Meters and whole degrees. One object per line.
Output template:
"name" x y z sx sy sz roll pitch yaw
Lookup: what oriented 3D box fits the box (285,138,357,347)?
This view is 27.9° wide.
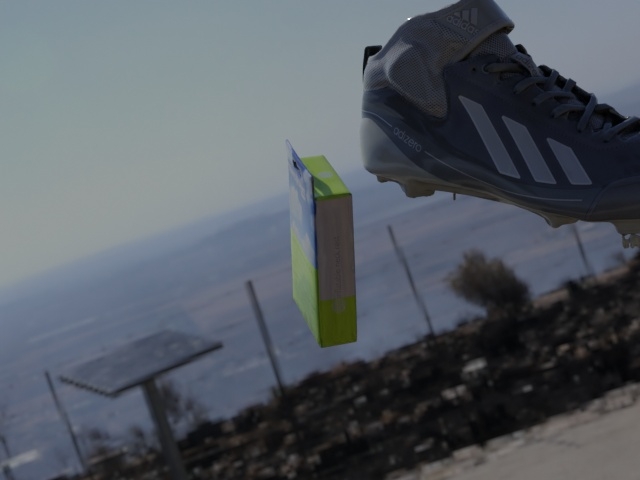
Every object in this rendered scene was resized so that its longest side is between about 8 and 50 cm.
"box" 0.000 0.000 1.247 0.042 0.178 0.109 -8 26 -13

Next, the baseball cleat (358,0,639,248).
"baseball cleat" 0.100 -0.062 0.613 0.205 0.110 0.072 9 21 34
